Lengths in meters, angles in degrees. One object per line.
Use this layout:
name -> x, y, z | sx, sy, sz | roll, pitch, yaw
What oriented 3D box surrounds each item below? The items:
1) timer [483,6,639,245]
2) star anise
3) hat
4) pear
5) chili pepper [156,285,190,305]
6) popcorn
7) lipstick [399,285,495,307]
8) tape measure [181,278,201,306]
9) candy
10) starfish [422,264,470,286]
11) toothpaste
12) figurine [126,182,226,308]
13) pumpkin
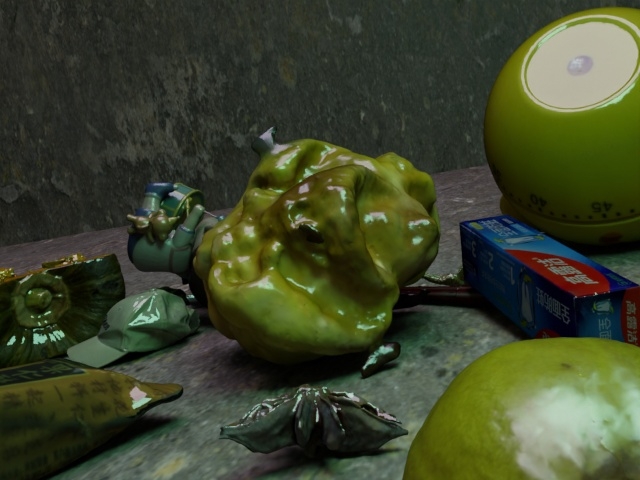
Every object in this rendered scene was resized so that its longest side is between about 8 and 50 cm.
timer -> 0.421, -0.141, 1.237 | 0.376, 0.376, 0.387 | -7, -34, 26
star anise -> -0.018, 0.140, 0.646 | 0.129, 0.056, 0.124 | 2, -2, -31
hat -> -0.251, 0.115, 1.110 | 0.166, 0.081, 0.122 | -20, 5, 1
pear -> 0.109, 0.114, 0.361 | 0.149, 0.148, 0.162 | -11, 8, 0
chili pepper -> -0.236, 0.096, 1.227 | 0.073, 0.050, 0.182 | -2, 0, 9
popcorn -> 0.000, 0.000, 0.949 | 0.297, 0.280, 0.316 | -30, 0, -12
lipstick -> 0.159, 0.068, 1.053 | 0.027, 0.027, 0.177 | -17, 10, -38
tape measure -> -0.130, 0.043, 1.363 | 0.196, 0.105, 0.178 | -6, 2, 18
candy -> -0.259, 0.157, 0.732 | 0.143, 0.101, 0.271 | 4, 10, 38
starfish -> 0.180, 0.047, 1.122 | 0.131, 0.041, 0.133 | -8, -19, -6
toothpaste -> 0.220, 0.043, 0.859 | 0.066, 0.076, 0.320 | -9, 14, -7
figurine -> -0.139, 0.019, 1.200 | 0.276, 0.161, 0.158 | 27, 48, 14
pumpkin -> -0.438, 0.103, 1.200 | 0.281, 0.139, 0.190 | -13, 9, -31
